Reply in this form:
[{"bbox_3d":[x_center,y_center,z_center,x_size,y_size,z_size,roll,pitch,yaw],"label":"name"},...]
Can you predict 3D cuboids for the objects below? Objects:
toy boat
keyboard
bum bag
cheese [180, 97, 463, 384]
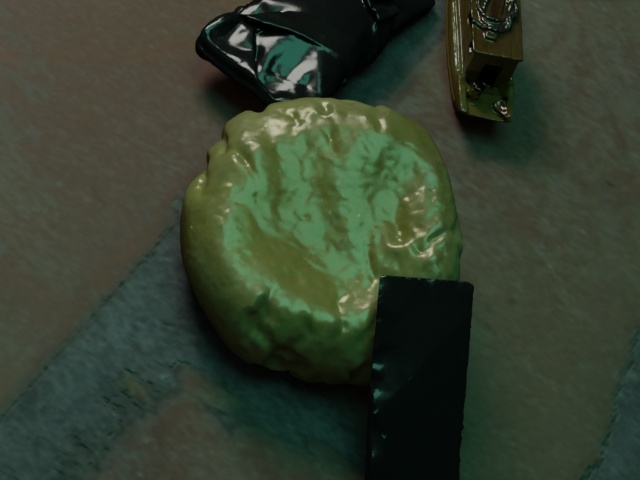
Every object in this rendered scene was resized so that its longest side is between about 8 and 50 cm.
[{"bbox_3d":[0.142,-0.191,1.510,0.057,0.077,0.200,8,56,-10],"label":"toy boat"},{"bbox_3d":[0.069,0.125,1.259,0.074,0.015,0.196,4,91,-19],"label":"keyboard"},{"bbox_3d":[0.004,-0.195,1.483,0.123,0.060,0.248,35,54,9],"label":"bum bag"},{"bbox_3d":[0.000,0.000,1.323,0.214,0.117,0.226,2,61,-8],"label":"cheese"}]
